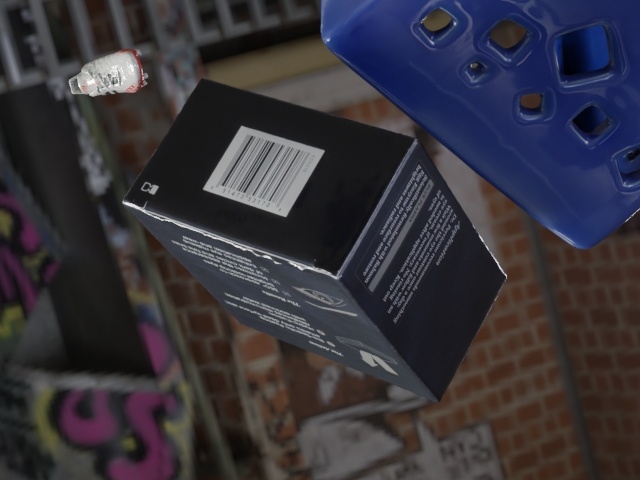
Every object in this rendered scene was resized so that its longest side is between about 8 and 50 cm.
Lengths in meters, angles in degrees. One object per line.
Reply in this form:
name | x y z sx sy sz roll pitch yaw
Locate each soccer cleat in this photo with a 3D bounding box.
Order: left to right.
soccer cleat | -0.138 -0.107 1.067 0.035 0.029 0.083 -19 -172 -24

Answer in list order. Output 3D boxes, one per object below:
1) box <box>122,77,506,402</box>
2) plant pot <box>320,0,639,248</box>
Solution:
box | 0.000 0.000 0.936 0.156 0.158 0.093 19 -110 34
plant pot | 0.154 -0.179 0.992 0.212 0.236 0.236 -38 -150 30
